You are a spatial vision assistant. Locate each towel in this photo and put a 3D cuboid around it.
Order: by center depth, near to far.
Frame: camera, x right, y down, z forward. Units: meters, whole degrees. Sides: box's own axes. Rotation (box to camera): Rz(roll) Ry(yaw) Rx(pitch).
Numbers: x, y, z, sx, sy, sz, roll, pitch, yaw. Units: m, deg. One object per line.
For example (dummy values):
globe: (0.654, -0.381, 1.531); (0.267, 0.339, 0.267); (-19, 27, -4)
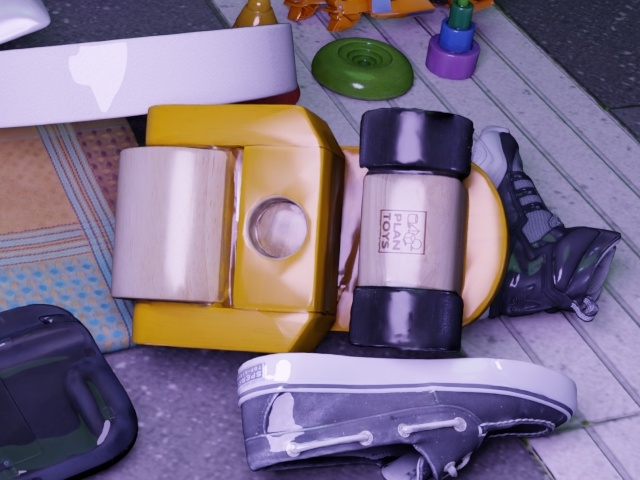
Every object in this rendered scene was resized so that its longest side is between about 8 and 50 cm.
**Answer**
towel: (-0.308, 0.008, 1.228); (0.370, 0.040, 0.271); (-9, 56, -27)

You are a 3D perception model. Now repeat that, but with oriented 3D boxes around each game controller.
game controller: (-0.304, 0.151, 1.054); (0.319, 0.067, 0.166); (-19, 62, -29)

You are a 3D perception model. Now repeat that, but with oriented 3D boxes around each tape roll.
tape roll: (-0.217, -0.165, 1.369); (0.392, 0.072, 0.392); (-6, 9, 1)

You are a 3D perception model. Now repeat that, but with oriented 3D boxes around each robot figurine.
robot figurine: (0.107, -0.337, 1.798); (0.291, 0.085, 0.211); (-12, 22, -27)

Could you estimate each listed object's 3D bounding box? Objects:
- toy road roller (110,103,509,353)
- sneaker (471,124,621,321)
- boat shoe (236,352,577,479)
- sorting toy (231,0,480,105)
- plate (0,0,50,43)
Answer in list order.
toy road roller: (0.000, 0.000, 1.210); (0.330, 0.202, 0.240); (2, -5, 13)
sneaker: (0.217, -0.011, 1.376); (0.153, 0.101, 0.268); (11, 41, 1)
boat shoe: (0.078, 0.153, 1.115); (0.301, 0.108, 0.102); (6, 66, -26)
sorting toy: (0.036, -0.247, 1.642); (0.366, 0.126, 0.127); (-9, 39, -23)
plate: (-0.470, -0.274, 1.562); (0.277, 0.045, 0.278); (-23, 41, -8)
